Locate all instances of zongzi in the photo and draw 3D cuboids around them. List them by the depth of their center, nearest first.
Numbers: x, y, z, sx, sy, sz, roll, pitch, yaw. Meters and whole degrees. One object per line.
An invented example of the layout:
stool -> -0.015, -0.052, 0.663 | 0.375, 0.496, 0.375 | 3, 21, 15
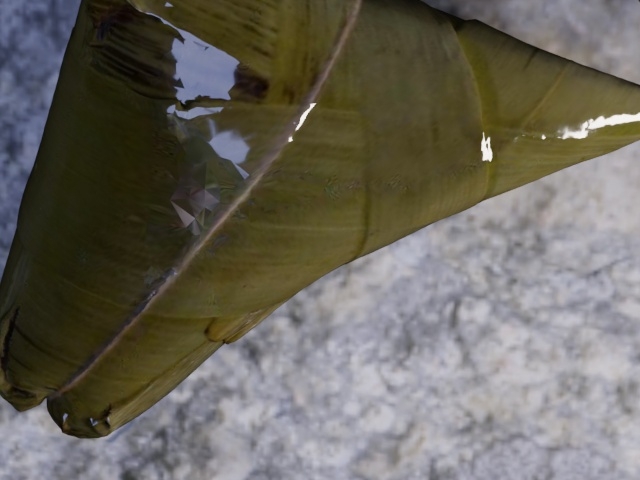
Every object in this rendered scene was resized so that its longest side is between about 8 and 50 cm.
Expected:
zongzi -> 0.000, 0.000, 0.807 | 0.300, 0.145, 0.274 | 18, 116, -8
